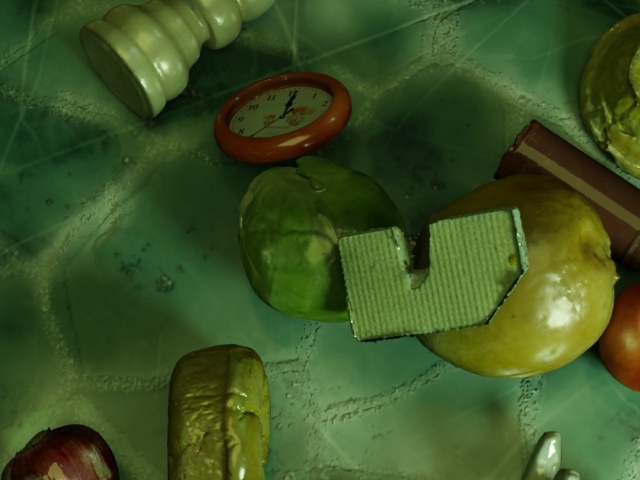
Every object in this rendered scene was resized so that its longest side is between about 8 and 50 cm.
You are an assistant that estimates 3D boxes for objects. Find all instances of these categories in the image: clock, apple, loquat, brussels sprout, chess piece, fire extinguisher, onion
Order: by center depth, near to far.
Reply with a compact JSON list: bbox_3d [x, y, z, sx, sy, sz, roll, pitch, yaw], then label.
[{"bbox_3d":[-0.325,0.339,1.835,0.159,0.159,0.195,-36,88,-10],"label":"onion"},{"bbox_3d":[0.252,0.049,1.859,0.284,0.276,0.276,-3,71,6],"label":"loquat"},{"bbox_3d":[0.458,0.131,1.888,0.163,0.139,0.163,-1,69,2],"label":"apple"},{"bbox_3d":[0.000,0.000,1.914,0.244,0.244,0.244,0,71,1],"label":"brussels sprout"},{"bbox_3d":[0.422,-0.053,1.973,0.337,0.106,0.147,35,66,11],"label":"fire extinguisher"},{"bbox_3d":[-0.054,-0.176,2.007,0.205,0.051,0.205,-10,37,8],"label":"clock"},{"bbox_3d":[-0.193,-0.331,2.065,0.300,0.167,0.167,-41,75,-18],"label":"chess piece"}]

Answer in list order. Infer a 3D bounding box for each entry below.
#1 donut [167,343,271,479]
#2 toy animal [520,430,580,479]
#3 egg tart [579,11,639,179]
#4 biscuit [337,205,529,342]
[{"bbox_3d":[-0.132,0.264,1.824,0.128,0.208,0.261,-2,67,2],"label":"donut"},{"bbox_3d":[0.318,0.432,1.750,0.188,0.308,0.266,32,97,-10],"label":"toy animal"},{"bbox_3d":[0.522,-0.219,2.020,0.290,0.115,0.290,0,71,-1],"label":"egg tart"},{"bbox_3d":[0.144,0.042,1.749,0.250,0.046,0.147,-11,94,27],"label":"biscuit"}]
